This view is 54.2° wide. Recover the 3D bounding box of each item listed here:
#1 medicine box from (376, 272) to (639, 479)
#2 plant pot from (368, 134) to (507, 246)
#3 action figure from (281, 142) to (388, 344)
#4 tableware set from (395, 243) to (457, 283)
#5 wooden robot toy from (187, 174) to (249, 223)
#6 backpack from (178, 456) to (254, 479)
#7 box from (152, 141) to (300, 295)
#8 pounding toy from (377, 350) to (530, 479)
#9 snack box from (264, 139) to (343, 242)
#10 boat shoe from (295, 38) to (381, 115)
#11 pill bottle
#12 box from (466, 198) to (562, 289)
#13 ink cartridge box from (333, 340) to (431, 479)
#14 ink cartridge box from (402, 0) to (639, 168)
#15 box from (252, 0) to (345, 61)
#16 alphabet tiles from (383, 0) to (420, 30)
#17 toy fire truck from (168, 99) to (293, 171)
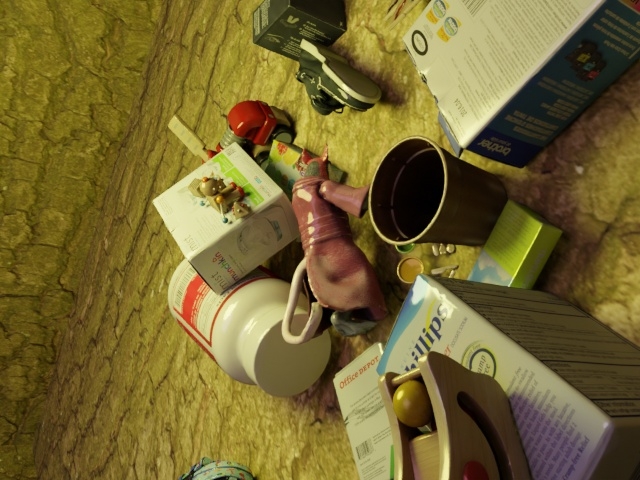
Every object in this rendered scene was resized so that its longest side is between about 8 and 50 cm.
[{"bbox_3d":[0.261,0.176,0.729,0.289,0.263,0.149,42,116,51],"label":"medicine box"},{"bbox_3d":[0.190,-0.062,0.976,0.167,0.165,0.167,-19,66,50],"label":"plant pot"},{"bbox_3d":[0.000,0.000,1.158,0.248,0.275,0.370,-30,72,54],"label":"action figure"},{"bbox_3d":[0.177,0.053,1.048,0.104,0.024,0.154,-14,68,22],"label":"tableware set"},{"bbox_3d":[-0.204,-0.102,1.212,0.076,0.079,0.173,-43,45,-14],"label":"wooden robot toy"},{"bbox_3d":[-0.227,0.562,1.418,0.173,0.158,0.117,-46,27,20],"label":"backpack"},{"bbox_3d":[-0.199,-0.055,1.315,0.231,0.127,0.262,-38,42,-6],"label":"box"},{"bbox_3d":[0.097,0.255,0.579,0.155,0.154,0.270,-39,52,44],"label":"pounding toy"},{"bbox_3d":[-0.055,-0.110,1.396,0.207,0.070,0.175,38,114,50],"label":"snack box"},{"bbox_3d":[0.019,-0.323,1.318,0.113,0.127,0.340,-64,36,23],"label":"boat shoe"},{"bbox_3d":[-0.158,0.168,1.351,0.407,0.229,0.229,26,103,54],"label":"pill bottle"},{"bbox_3d":[0.272,0.040,0.917,0.109,0.042,0.178,-115,45,-64],"label":"box"},{"bbox_3d":[0.117,0.295,1.054,0.153,0.086,0.208,-46,48,39],"label":"ink cartridge box"},{"bbox_3d":[0.287,-0.298,0.913,0.395,0.151,0.270,-47,45,36],"label":"ink cartridge box"},{"bbox_3d":[-0.051,-0.501,1.435,0.158,0.156,0.093,-26,60,49],"label":"box"},{"bbox_3d":[0.219,-0.516,1.055,0.342,0.011,0.285,-23,41,65],"label":"alphabet tiles"},{"bbox_3d":[-0.227,-0.256,1.539,0.217,0.246,0.158,-56,42,30],"label":"toy fire truck"}]
